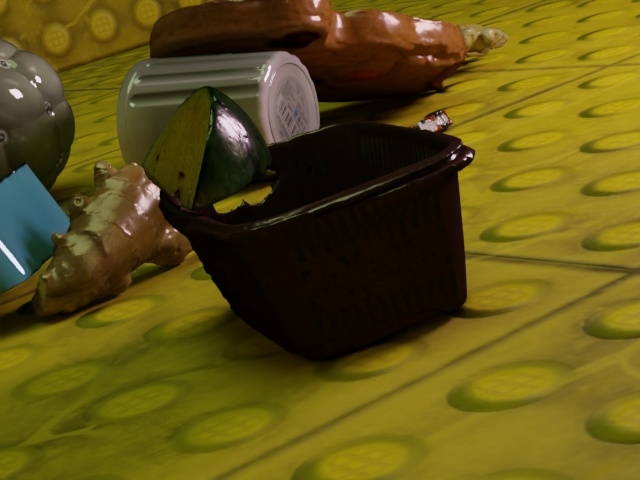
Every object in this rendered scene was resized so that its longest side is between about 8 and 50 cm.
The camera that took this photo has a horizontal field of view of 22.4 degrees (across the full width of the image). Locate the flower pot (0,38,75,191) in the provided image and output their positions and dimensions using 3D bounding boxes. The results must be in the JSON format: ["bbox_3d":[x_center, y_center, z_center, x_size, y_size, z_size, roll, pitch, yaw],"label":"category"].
[{"bbox_3d":[-0.449,-0.153,2.161,0.246,0.246,0.195,-6,-16,32],"label":"flower pot"}]

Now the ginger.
[{"bbox_3d":[-0.201,-0.008,1.568,0.081,0.115,0.205,18,34,37],"label":"ginger"}]

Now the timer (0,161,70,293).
[{"bbox_3d":[-0.385,0.042,1.622,0.250,0.091,0.232,-33,10,15],"label":"timer"}]

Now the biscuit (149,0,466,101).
[{"bbox_3d":[-0.014,-0.240,2.127,0.455,0.078,0.349,5,-5,-40],"label":"biscuit"}]

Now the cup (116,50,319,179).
[{"bbox_3d":[-0.111,-0.163,1.971,0.202,0.167,0.221,-3,41,28],"label":"cup"}]

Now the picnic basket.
[{"bbox_3d":[0.000,0.000,1.297,0.222,0.129,0.297,-20,13,-15],"label":"picnic basket"}]

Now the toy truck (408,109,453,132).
[{"bbox_3d":[0.128,-0.135,1.943,0.032,0.024,0.083,-32,-2,38],"label":"toy truck"}]

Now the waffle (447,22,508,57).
[{"bbox_3d":[0.139,-0.285,2.373,0.261,0.056,0.250,-1,4,35],"label":"waffle"}]

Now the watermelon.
[{"bbox_3d":[-0.097,-0.083,1.312,0.092,0.075,0.181,-25,17,-9],"label":"watermelon"}]
